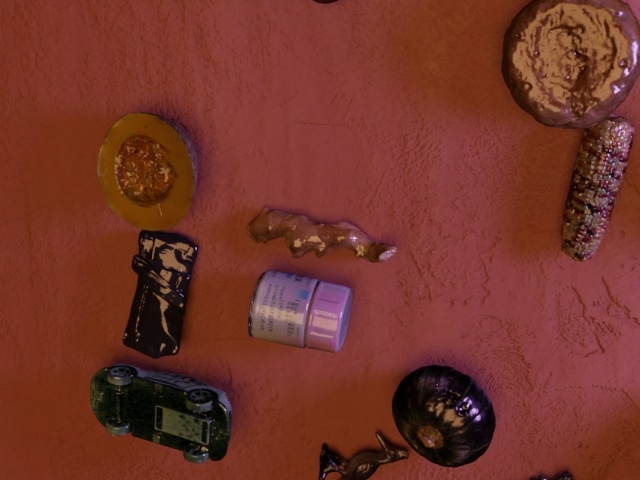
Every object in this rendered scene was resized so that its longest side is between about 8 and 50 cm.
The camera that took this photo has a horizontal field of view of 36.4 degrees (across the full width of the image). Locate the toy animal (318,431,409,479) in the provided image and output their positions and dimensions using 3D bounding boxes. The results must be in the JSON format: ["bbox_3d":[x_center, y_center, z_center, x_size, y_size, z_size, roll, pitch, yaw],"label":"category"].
[{"bbox_3d":[0.076,0.437,1.891,0.202,0.070,0.105,-21,112,14],"label":"toy animal"}]

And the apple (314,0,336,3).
[{"bbox_3d":[0.024,-0.470,1.604,0.163,0.146,0.147,-9,97,0],"label":"apple"}]

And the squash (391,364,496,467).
[{"bbox_3d":[0.224,0.318,1.773,0.193,0.156,0.193,5,127,7],"label":"squash"}]

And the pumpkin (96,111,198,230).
[{"bbox_3d":[-0.300,-0.137,1.793,0.217,0.110,0.217,8,111,22],"label":"pumpkin"}]

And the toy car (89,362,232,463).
[{"bbox_3d":[-0.299,0.322,1.899,0.305,0.125,0.136,13,112,20],"label":"toy car"}]

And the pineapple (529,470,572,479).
[{"bbox_3d":[0.403,0.483,1.826,0.159,0.074,0.074,-26,98,9],"label":"pineapple"}]

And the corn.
[{"bbox_3d":[0.463,-0.089,1.648,0.086,0.086,0.253,12,109,9],"label":"corn"}]

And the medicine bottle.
[{"bbox_3d":[-0.035,0.131,1.786,0.168,0.135,0.135,12,107,9],"label":"medicine bottle"}]

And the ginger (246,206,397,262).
[{"bbox_3d":[0.000,0.000,1.776,0.288,0.075,0.089,14,84,13],"label":"ginger"}]

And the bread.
[{"bbox_3d":[0.405,-0.299,1.583,0.229,0.123,0.230,4,106,13],"label":"bread"}]

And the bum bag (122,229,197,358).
[{"bbox_3d":[-0.309,0.104,1.876,0.123,0.060,0.248,14,105,7],"label":"bum bag"}]
